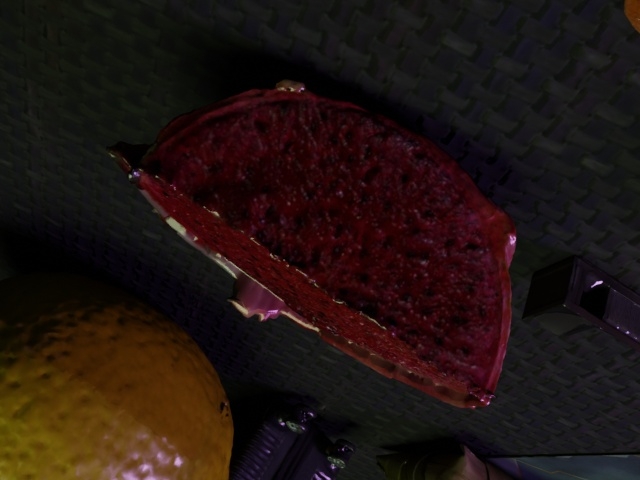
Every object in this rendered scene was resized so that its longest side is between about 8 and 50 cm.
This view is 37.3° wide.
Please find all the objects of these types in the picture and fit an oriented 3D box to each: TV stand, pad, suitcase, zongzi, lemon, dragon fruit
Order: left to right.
[{"bbox_3d":[-0.253,0.194,0.938,0.336,0.336,0.336,17,152,9],"label":"lemon"},{"bbox_3d":[-0.109,0.302,1.144,0.128,0.202,0.312,43,148,-16],"label":"suitcase"},{"bbox_3d":[0.004,-0.007,0.620,0.274,0.126,0.161,33,161,-2],"label":"dragon fruit"},{"bbox_3d":[0.161,0.290,1.066,0.160,0.078,0.176,37,158,-14],"label":"zongzi"},{"bbox_3d":[0.309,0.258,0.981,0.164,0.004,0.243,37,149,-26],"label":"pad"},{"bbox_3d":[0.262,0.096,0.690,0.256,0.040,0.049,31,151,-17],"label":"TV stand"}]

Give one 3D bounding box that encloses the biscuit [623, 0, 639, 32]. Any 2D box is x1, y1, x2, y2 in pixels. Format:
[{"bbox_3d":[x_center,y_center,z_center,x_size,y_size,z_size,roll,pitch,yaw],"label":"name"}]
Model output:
[{"bbox_3d":[0.185,-0.114,0.400,0.102,0.019,0.130,14,151,13],"label":"biscuit"}]
